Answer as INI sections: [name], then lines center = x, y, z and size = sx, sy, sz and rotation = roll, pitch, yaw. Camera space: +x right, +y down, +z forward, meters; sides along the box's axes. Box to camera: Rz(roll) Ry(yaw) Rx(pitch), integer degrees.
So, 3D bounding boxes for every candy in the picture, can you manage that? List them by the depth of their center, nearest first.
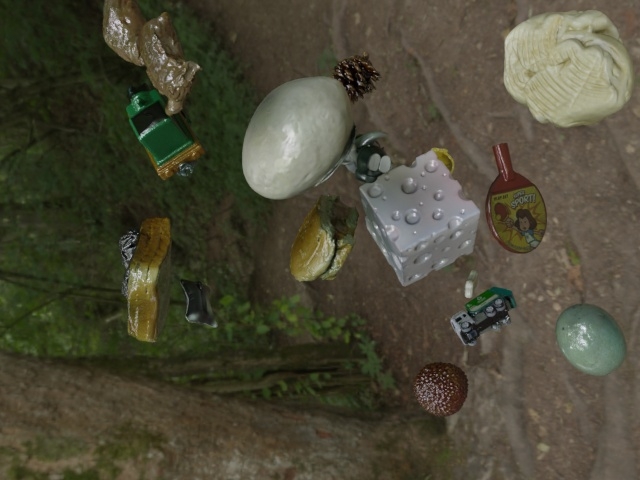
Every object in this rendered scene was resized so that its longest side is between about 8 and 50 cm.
[candy]
center = -0.059, -0.232, 1.108
size = 0.295, 0.185, 0.295
rotation = -29, 40, 28

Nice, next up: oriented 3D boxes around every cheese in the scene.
[cheese]
center = 0.437, -0.260, 2.055
size = 0.270, 0.177, 0.069
rotation = 100, 170, -46

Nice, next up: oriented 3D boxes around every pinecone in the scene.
[pinecone]
center = 0.120, -0.620, 1.985
size = 0.212, 0.185, 0.168
rotation = -32, 87, 19

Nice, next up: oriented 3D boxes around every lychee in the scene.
[lychee]
center = 0.269, 0.331, 1.150
size = 0.123, 0.129, 0.123
rotation = -14, 62, 29

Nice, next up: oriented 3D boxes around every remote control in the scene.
[remote control]
center = 0.581, 0.167, 1.976
size = 0.032, 0.122, 0.074
rotation = 9, 116, 26

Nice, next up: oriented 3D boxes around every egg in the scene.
[egg]
center = 0.760, 0.280, 1.446
size = 0.169, 0.236, 0.169
rotation = -35, 22, 16

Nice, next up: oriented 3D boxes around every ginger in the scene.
[ginger]
center = -0.292, -0.335, 0.849
size = 0.290, 0.084, 0.122
rotation = 53, 136, 20

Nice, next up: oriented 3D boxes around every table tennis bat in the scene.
[table tennis bat]
center = 0.708, -0.154, 1.892
size = 0.051, 0.268, 0.414
rotation = 166, 91, -68

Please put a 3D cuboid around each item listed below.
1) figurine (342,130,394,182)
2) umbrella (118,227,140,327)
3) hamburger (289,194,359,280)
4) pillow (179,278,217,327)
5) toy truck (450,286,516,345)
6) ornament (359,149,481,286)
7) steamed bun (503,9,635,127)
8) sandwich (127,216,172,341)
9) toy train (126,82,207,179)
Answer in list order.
[figurine]
center = 0.111, -0.210, 1.275
size = 0.192, 0.147, 0.126
rotation = -137, 48, -67
[umbrella]
center = -0.600, 0.126, 1.657
size = 0.118, 0.118, 0.340
rotation = -139, 55, -59
[hamburger]
center = 0.003, 0.006, 1.378
size = 0.211, 0.132, 0.309
rotation = -58, 10, 24
[pillow]
center = -0.304, 0.155, 1.276
size = 0.091, 0.055, 0.135
rotation = 62, -174, -53
[toy truck]
center = 0.612, 0.277, 1.917
size = 0.253, 0.114, 0.124
rotation = -32, 32, 0
[ornament]
center = 0.278, -0.058, 1.459
size = 0.240, 0.240, 0.239
rotation = 61, 177, 30
[steamed bun]
center = 0.634, -0.429, 1.286
size = 0.289, 0.203, 0.276
rotation = 13, 115, 46
[sandwich]
center = -0.418, 0.100, 1.280
size = 0.226, 0.087, 0.251
rotation = -93, 13, -53
[toy train]
center = -0.534, -0.377, 1.703
size = 0.178, 0.249, 0.429
rotation = -34, 59, -1
